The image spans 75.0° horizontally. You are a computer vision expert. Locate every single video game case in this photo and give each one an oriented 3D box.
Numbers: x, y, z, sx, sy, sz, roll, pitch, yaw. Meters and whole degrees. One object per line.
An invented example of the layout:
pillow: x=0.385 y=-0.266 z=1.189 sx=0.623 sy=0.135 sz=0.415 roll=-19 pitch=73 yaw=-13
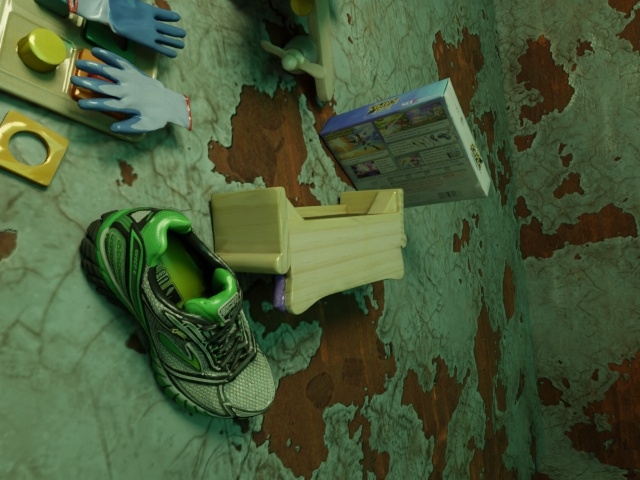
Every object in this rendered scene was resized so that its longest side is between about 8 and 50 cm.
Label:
video game case: x=0.172 y=-0.173 z=0.850 sx=0.244 sy=0.269 sz=0.061 roll=50 pitch=50 yaw=-36

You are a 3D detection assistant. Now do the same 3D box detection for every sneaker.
sneaker: x=-0.152 y=0.112 z=0.528 sx=0.134 sy=0.146 sz=0.344 roll=-53 pitch=126 yaw=-39

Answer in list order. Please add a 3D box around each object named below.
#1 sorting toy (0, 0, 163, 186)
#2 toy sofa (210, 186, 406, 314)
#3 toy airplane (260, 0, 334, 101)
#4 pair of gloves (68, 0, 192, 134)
sorting toy: x=-0.280 y=-0.231 z=0.485 sx=0.196 sy=0.047 sz=0.348 roll=16 pitch=74 yaw=-48
toy sofa: x=0.000 y=0.000 z=0.720 sx=0.362 sy=0.150 sz=0.177 roll=-9 pitch=98 yaw=-50
toy airplane: x=-0.030 y=-0.482 z=0.686 sx=0.384 sy=0.272 sz=0.387 roll=73 pitch=8 yaw=-82
pair of gloves: x=-0.225 y=-0.225 z=0.508 sx=0.159 sy=0.023 sz=0.198 roll=-9 pitch=94 yaw=-59
